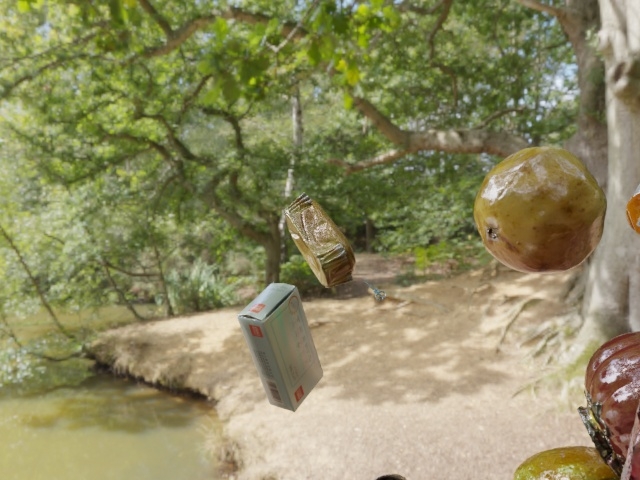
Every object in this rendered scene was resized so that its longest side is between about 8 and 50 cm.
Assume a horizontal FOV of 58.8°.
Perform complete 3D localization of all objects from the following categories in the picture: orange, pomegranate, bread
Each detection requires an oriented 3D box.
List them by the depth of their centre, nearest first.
[{"bbox_3d":[0.547,0.557,1.237,0.263,0.196,0.334,-1,-36,-4],"label":"orange"},{"bbox_3d":[0.000,0.000,1.465,0.107,0.241,0.136,-28,-39,-10],"label":"bread"},{"bbox_3d":[0.669,-0.101,1.694,0.410,0.410,0.410,-1,0,0],"label":"pomegranate"}]

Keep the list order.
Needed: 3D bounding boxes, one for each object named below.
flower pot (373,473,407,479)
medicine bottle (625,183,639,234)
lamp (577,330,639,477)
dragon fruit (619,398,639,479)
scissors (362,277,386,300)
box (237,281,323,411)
[{"bbox_3d":[0.172,0.600,1.337,0.111,0.111,0.089,-1,-9,17],"label":"flower pot"},{"bbox_3d":[0.762,-0.081,1.175,0.289,0.157,0.157,-14,7,-29],"label":"medicine bottle"},{"bbox_3d":[0.619,0.313,1.036,0.257,0.303,0.303,-28,-8,17],"label":"lamp"},{"bbox_3d":[0.446,0.206,0.540,0.263,0.296,0.314,11,-11,31],"label":"dragon fruit"},{"bbox_3d":[0.145,0.131,1.557,0.036,0.083,0.006,-33,-20,-37],"label":"scissors"},{"bbox_3d":[-0.083,0.236,1.267,0.079,0.269,0.135,5,34,34],"label":"box"}]
